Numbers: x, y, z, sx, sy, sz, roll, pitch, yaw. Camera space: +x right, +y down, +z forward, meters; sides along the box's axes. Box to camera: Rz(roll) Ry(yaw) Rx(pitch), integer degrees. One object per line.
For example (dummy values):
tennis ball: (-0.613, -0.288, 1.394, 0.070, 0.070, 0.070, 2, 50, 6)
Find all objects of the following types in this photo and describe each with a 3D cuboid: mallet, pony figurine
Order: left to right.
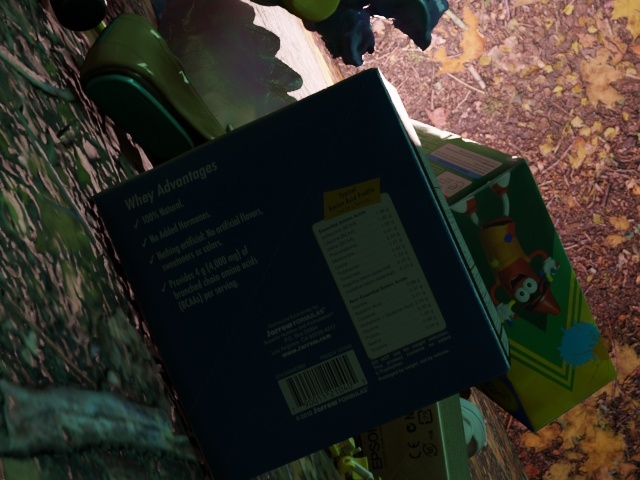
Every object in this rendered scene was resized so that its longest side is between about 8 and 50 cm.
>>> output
mallet: (-0.158, -0.151, 0.874, 0.190, 0.039, 0.062, 60, 7, -63)
pony figurine: (-0.049, -0.234, 0.902, 0.351, 0.303, 0.363, 38, -5, -30)

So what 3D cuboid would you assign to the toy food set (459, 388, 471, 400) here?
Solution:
toy food set: (0.167, 0.196, 1.582, 0.232, 0.111, 0.105, 86, -16, -71)

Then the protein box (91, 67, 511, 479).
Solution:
protein box: (-0.005, 0.023, 0.753, 0.136, 0.199, 0.201, -9, 75, -81)

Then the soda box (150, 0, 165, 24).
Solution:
soda box: (-0.153, -0.287, 1.161, 0.063, 0.058, 0.183, 40, 26, -71)

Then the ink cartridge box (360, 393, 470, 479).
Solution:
ink cartridge box: (0.094, 0.155, 1.213, 0.193, 0.088, 0.235, 35, 46, -74)

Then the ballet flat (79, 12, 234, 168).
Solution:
ballet flat: (-0.095, -0.079, 0.858, 0.232, 0.080, 0.073, 57, 33, -48)

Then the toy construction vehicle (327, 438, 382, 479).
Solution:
toy construction vehicle: (0.038, 0.217, 1.040, 0.086, 0.035, 0.098, -96, 160, -64)

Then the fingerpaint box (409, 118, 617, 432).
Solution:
fingerpaint box: (0.207, 0.032, 1.729, 0.371, 0.163, 0.445, 62, -10, -23)

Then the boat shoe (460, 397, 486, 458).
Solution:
boat shoe: (0.151, 0.240, 1.470, 0.267, 0.096, 0.088, 53, 19, -51)
